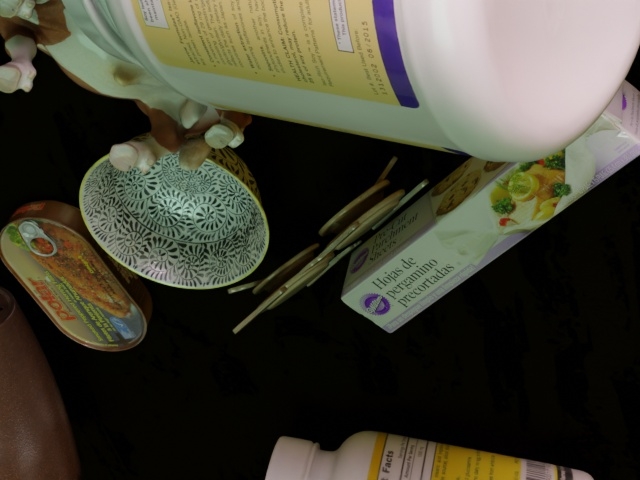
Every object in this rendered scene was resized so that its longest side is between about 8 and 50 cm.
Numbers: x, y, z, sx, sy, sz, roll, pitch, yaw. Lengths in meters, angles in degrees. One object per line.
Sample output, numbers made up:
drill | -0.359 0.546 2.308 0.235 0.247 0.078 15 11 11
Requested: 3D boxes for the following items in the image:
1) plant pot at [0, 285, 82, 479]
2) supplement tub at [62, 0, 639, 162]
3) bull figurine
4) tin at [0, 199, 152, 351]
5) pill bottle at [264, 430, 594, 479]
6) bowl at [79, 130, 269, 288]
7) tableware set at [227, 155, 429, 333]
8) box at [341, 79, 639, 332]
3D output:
plant pot | -0.365 0.166 1.366 0.215 0.215 0.230 7 121 9
supplement tub | 0.013 -0.189 0.806 0.331 0.241 0.241 15 142 38
bull figurine | -0.181 -0.165 0.999 0.310 0.188 0.101 28 121 -20
tin | -0.242 0.036 1.303 0.106 0.040 0.189 -15 128 23
pill bottle | 0.107 0.303 1.357 0.334 0.188 0.188 10 135 7
bowl | -0.119 -0.043 1.158 0.170 0.080 0.170 8 136 8
tableware set | 0.000 0.000 1.154 0.039 0.128 0.194 52 130 5
box | 0.140 -0.029 1.109 0.063 0.067 0.324 35 133 -17
